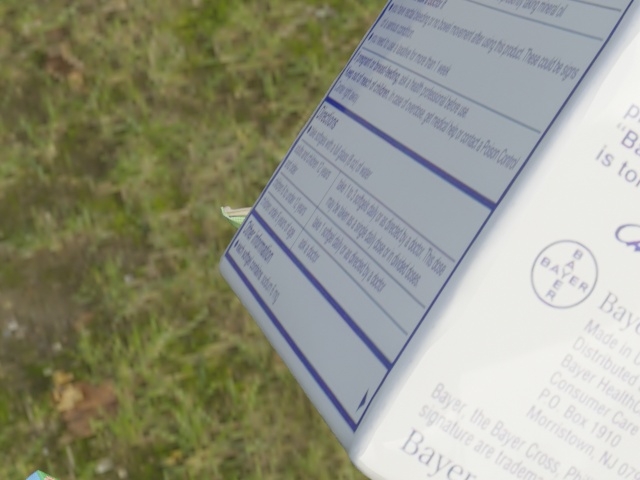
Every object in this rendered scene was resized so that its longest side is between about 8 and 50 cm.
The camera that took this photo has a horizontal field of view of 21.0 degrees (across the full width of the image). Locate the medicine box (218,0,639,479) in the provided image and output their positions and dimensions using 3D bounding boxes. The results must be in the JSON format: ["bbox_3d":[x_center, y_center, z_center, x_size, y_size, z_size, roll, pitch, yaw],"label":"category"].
[{"bbox_3d":[0.114,-0.040,0.667,0.289,0.149,0.263,-56,18,4],"label":"medicine box"}]

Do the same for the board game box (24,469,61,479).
[{"bbox_3d":[-0.148,0.289,1.356,0.039,0.160,0.211,-39,57,6],"label":"board game box"}]

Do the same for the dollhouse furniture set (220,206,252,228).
[{"bbox_3d":[0.000,0.000,1.391,0.152,0.076,0.058,-7,77,18],"label":"dollhouse furniture set"}]
